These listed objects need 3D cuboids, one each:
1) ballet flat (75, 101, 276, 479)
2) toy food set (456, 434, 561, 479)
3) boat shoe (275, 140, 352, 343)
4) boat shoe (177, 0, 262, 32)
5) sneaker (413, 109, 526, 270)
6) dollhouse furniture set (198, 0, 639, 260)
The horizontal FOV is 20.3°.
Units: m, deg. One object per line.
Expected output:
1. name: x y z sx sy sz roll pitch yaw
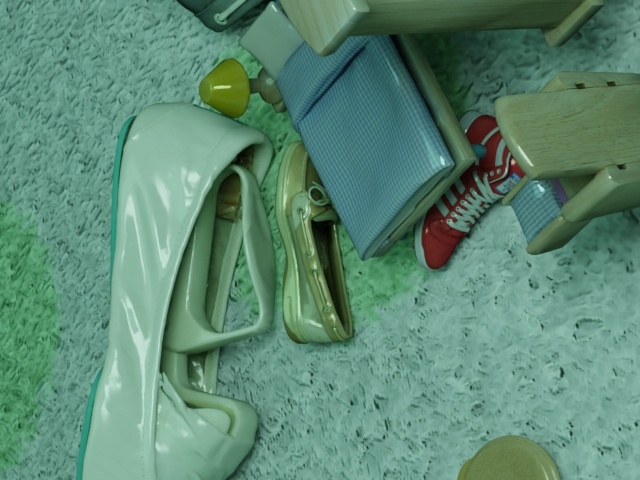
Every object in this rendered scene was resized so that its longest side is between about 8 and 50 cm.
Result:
1. ballet flat: -0.104 0.090 1.366 0.139 0.139 0.400 1 83 39
2. toy food set: 0.131 0.175 1.218 0.083 0.020 0.082 -41 60 27
3. boat shoe: -0.001 0.000 1.333 0.048 0.056 0.153 -4 82 29
4. boat shoe: 0.013 -0.255 1.353 0.319 0.116 0.099 -23 114 26
5. sneaker: 0.111 -0.029 1.252 0.067 0.042 0.118 23 96 42
6. dollhouse furniture set: 0.018 -0.078 1.147 0.303 0.198 0.286 -46 60 47
